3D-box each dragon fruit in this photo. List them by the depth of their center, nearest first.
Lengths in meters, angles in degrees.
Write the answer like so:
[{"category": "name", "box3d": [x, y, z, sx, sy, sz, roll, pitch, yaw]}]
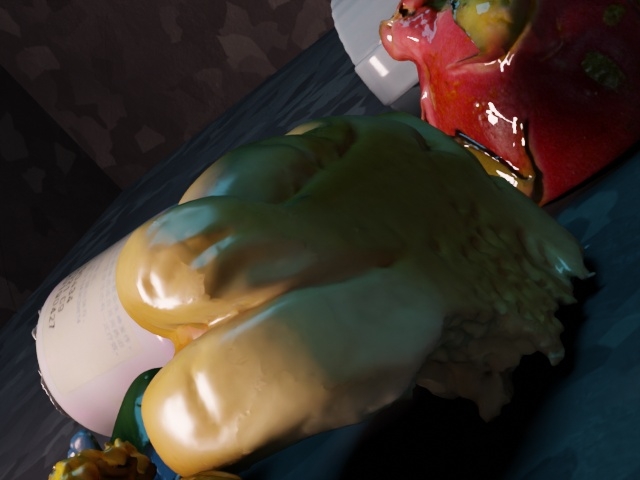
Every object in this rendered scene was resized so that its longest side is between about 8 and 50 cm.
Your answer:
[{"category": "dragon fruit", "box3d": [0.203, -0.188, 1.723, 0.305, 0.226, 0.305, -40, 9, 8]}]

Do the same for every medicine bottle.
[{"category": "medicine bottle", "box3d": [-0.144, 0.077, 1.982, 0.379, 0.213, 0.213, -29, 18, 51]}]

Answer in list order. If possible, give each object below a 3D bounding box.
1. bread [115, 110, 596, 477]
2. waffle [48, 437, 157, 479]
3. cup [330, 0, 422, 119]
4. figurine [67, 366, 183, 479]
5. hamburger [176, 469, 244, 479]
[{"category": "bread", "box3d": [0.025, 0.028, 1.402, 0.329, 0.245, 0.424, -12, 8, 31]}, {"category": "waffle", "box3d": [-0.199, 0.286, 1.425, 0.059, 0.237, 0.243, 14, 35, 29]}, {"category": "cup", "box3d": [0.198, -0.272, 2.047, 0.311, 0.257, 0.331, -39, 33, 31]}, {"category": "figurine", "box3d": [-0.168, 0.251, 1.708, 0.234, 0.127, 0.185, -54, 48, 23]}, {"category": "hamburger", "box3d": [-0.135, 0.299, 1.226, 0.290, 0.170, 0.314, -47, 10, -35]}]
